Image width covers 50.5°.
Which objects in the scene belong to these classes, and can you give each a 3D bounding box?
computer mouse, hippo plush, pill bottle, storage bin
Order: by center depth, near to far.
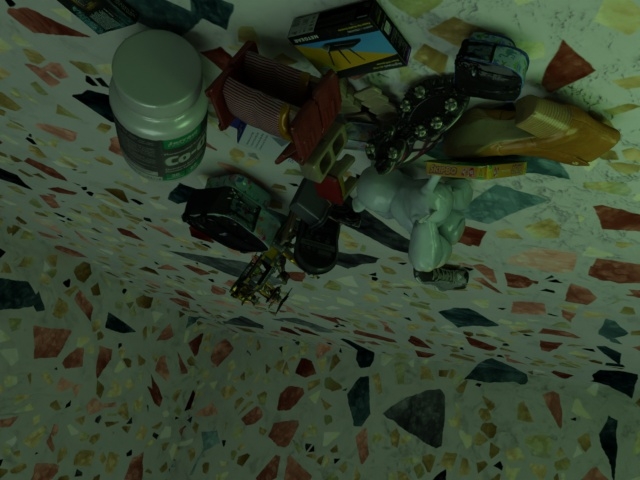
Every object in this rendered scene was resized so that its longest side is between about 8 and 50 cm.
[{"bbox_3d":[-0.345,-0.280,1.465,0.204,0.204,0.361,18,161,-5],"label":"pill bottle"},{"bbox_3d":[0.188,-0.067,1.567,0.236,0.234,0.294,19,-175,28],"label":"hippo plush"},{"bbox_3d":[-0.016,-0.110,1.785,0.091,0.135,0.098,34,151,-18],"label":"storage bin"},{"bbox_3d":[0.000,0.000,1.844,0.188,0.272,0.072,20,137,-3],"label":"computer mouse"}]

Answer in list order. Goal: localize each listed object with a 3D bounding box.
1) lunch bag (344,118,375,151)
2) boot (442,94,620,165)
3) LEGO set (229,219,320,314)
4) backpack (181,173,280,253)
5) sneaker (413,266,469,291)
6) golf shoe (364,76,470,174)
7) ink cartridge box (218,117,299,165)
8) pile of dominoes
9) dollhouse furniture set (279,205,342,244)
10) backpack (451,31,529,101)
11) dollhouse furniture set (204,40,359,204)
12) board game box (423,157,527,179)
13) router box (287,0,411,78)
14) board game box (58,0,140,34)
[{"bbox_3d":[0.068,-0.223,1.441,0.083,0.053,0.071,3,170,-12],"label":"lunch bag"},{"bbox_3d":[0.394,-0.184,1.297,0.211,0.104,0.295,18,167,-24],"label":"boot"},{"bbox_3d":[-0.115,0.098,2.120,0.192,0.331,0.255,38,151,-10],"label":"LEGO set"},{"bbox_3d":[-0.245,-0.070,1.974,0.225,0.191,0.253,-2,146,47],"label":"backpack"},{"bbox_3d":[0.391,0.103,2.121,0.132,0.086,0.228,-5,162,36],"label":"sneaker"},{"bbox_3d":[0.203,-0.232,1.338,0.120,0.105,0.273,-14,165,-41],"label":"golf shoe"},{"bbox_3d":[-0.121,-0.264,1.566,0.223,0.045,0.223,20,160,-10],"label":"ink cartridge box"},{"bbox_3d":[0.091,-0.270,1.429,0.195,0.040,0.251,1,164,34],"label":"pile of dominoes"},{"bbox_3d":[-0.017,-0.037,1.983,0.151,0.123,0.144,20,160,-11],"label":"dollhouse furniture set"},{"bbox_3d":[0.284,-0.287,1.121,0.114,0.084,0.105,17,162,14],"label":"backpack"},{"bbox_3d":[-0.063,-0.199,1.371,0.201,0.152,0.374,24,157,22],"label":"dollhouse furniture set"},{"bbox_3d":[0.312,-0.146,1.356,0.124,0.039,0.259,9,-170,33],"label":"board game box"},{"bbox_3d":[0.052,-0.349,1.197,0.178,0.046,0.133,0,156,39],"label":"router box"},{"bbox_3d":[-0.456,-0.472,1.299,0.126,0.026,0.186,1,156,37],"label":"board game box"}]
